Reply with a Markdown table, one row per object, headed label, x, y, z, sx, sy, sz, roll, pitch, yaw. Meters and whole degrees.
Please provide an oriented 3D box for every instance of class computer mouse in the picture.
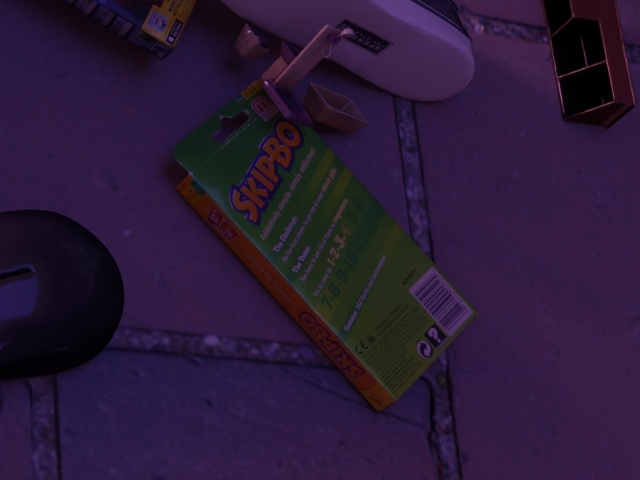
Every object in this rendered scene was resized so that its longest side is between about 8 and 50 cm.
| label | x | y | z | sx | sy | sz | roll | pitch | yaw |
| --- | --- | --- | --- | --- | --- | --- | --- | --- | --- |
| computer mouse | -0.244 | 0.050 | 1.300 | 0.272 | 0.072 | 0.188 | -19 | 76 | -35 |

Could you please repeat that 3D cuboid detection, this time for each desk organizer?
| label | x | y | z | sx | sy | sz | roll | pitch | yaw |
| --- | --- | --- | --- | --- | --- | --- | --- | --- | --- |
| desk organizer | 0.241 | -0.171 | 1.707 | 0.050 | 0.047 | 0.130 | 5 | 64 | -26 |

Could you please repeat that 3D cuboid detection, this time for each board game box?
| label | x | y | z | sx | sy | sz | roll | pitch | yaw |
| --- | --- | --- | --- | --- | --- | --- | --- | --- | --- |
| board game box | -0.175 | -0.257 | 1.500 | 0.194 | 0.060 | 0.194 | 30 | 55 | -13 |
| board game box | 0.000 | 0.000 | 1.489 | 0.259 | 0.039 | 0.124 | 50 | 51 | -3 |

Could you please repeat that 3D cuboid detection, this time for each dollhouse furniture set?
| label | x | y | z | sx | sy | sz | roll | pitch | yaw |
| --- | --- | --- | --- | --- | --- | --- | --- | --- | --- |
| dollhouse furniture set | 0.007 | -0.145 | 1.522 | 0.114 | 0.081 | 0.091 | 16 | 33 | -56 |

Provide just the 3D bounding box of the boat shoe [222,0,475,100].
| label | x | y | z | sx | sy | sz | roll | pitch | yaw |
| --- | --- | --- | --- | --- | --- | --- | --- | --- | --- |
| boat shoe | 0.013 | -0.220 | 1.539 | 0.301 | 0.108 | 0.102 | 25 | 46 | -37 |
